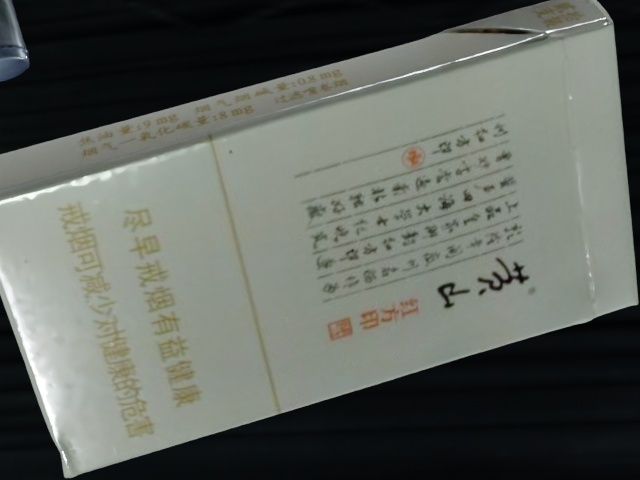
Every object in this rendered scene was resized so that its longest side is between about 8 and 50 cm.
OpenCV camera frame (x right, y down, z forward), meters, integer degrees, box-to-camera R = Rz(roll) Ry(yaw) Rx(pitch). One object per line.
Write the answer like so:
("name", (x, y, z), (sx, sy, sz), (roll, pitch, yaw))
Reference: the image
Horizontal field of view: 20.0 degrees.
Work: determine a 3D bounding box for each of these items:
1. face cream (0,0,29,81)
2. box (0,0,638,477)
("face cream", (-0.328, -0.288, 1.680), (0.071, 0.144, 0.291), (33, 37, -70))
("box", (0.000, -0.001, 1.046), (0.051, 0.365, 0.205), (-114, -170, -55))
